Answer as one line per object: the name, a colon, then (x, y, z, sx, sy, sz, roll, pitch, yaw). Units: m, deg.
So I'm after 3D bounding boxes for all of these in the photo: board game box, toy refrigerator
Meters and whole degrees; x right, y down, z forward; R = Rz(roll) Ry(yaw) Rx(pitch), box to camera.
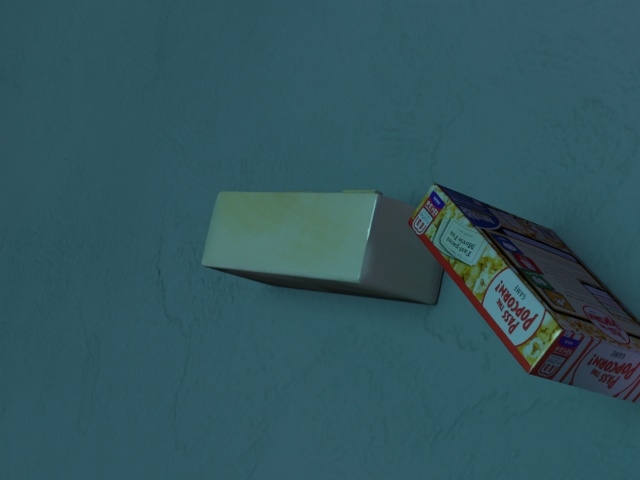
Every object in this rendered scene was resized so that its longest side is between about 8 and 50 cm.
board game box: (0.173, 0.041, 0.954, 0.045, 0.147, 0.193, -57, 39, 19)
toy refrigerator: (0.000, 0.000, 1.230, 0.270, 0.102, 0.094, 4, 79, 53)
